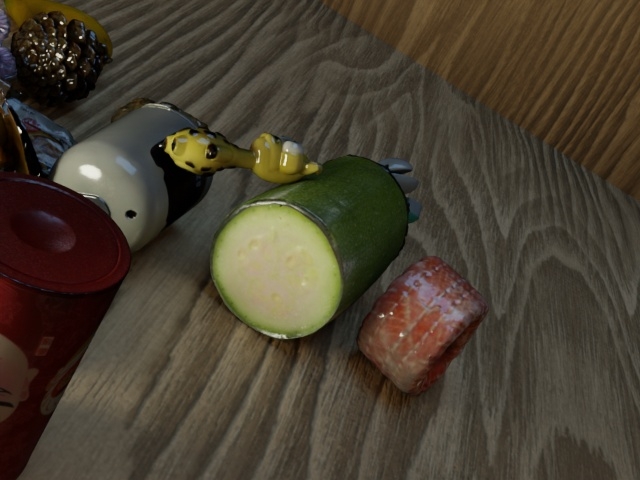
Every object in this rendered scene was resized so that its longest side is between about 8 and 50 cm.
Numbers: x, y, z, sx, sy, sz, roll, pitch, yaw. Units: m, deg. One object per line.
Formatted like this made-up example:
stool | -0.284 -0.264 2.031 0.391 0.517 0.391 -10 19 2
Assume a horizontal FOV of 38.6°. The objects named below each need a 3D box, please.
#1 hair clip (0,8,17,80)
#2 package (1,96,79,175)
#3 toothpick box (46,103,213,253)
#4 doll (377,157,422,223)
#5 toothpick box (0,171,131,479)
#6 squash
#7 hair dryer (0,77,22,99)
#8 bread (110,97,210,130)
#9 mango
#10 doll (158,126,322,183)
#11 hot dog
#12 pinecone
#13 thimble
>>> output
hair clip | -0.639 -0.374 1.736 0.106 0.084 0.292 7 46 -32
package | -0.494 -0.165 1.694 0.239 0.030 0.154 29 38 -20
toothpick box | -0.345 -0.097 1.569 0.229 0.229 0.316 34 28 2
doll | 0.127 -0.126 2.157 0.195 0.153 0.258 8 -11 46
toothpick box | -0.373 0.112 1.041 0.204 0.333 0.204 25 27 -14
squash | 0.000 0.000 1.711 0.263 0.263 0.384 37 27 9
hair dryer | -0.661 -0.320 1.754 0.181 0.064 0.117 29 27 -19
bread | -0.303 -0.200 1.817 0.230 0.123 0.230 30 9 -5
mango | -0.581 -0.468 2.028 0.316 0.119 0.176 35 28 23
doll | -0.128 -0.145 1.559 0.291 0.086 0.117 4 12 -30
hot dog | -0.583 -0.196 1.497 0.107 0.194 0.326 -27 36 -28
pinecone | -0.526 -0.360 1.840 0.179 0.184 0.204 32 2 9
thimble | 0.186 0.154 1.685 0.162 0.239 0.239 39 27 18
